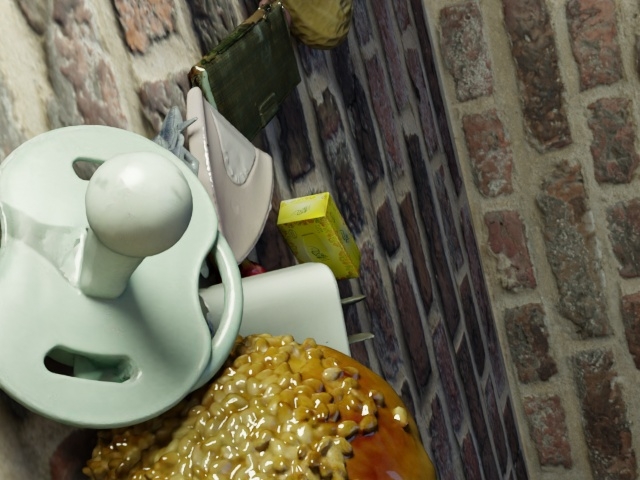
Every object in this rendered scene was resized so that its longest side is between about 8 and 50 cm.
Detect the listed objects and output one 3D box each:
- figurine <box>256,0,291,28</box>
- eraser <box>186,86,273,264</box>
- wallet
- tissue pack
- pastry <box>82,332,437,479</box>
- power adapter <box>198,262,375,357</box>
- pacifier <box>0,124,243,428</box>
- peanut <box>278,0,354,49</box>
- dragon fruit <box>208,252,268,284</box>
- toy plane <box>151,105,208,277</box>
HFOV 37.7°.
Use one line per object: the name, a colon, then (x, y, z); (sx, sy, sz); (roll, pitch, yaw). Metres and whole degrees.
figurine: (-0.085, -0.391, 1.685); (0.083, 0.067, 0.071); (58, 33, -40)
eraser: (-0.139, -0.071, 1.350); (0.204, 0.059, 0.243); (44, 39, -50)
wallet: (-0.116, -0.269, 1.541); (0.317, 0.044, 0.169); (-59, 141, -51)
tissue pack: (0.000, 0.000, 1.697); (0.176, 0.095, 0.062); (62, 27, -42)
pastry: (-0.071, 0.279, 1.009); (0.245, 0.410, 0.409); (75, 18, -44)
power adapter: (-0.044, 0.133, 1.290); (0.255, 0.124, 0.187); (-14, 97, -25)
pacifier: (-0.189, 0.009, 0.934); (0.288, 0.269, 0.343); (11, 62, -23)
peanut: (-0.029, -0.478, 1.757); (0.325, 0.153, 0.140); (60, 23, -58)
dragon fruit: (-0.119, 0.047, 1.384); (0.094, 0.094, 0.190); (-1, 70, -69)
toy plane: (-0.194, -0.096, 1.232); (0.212, 0.088, 0.267); (45, 37, -37)
